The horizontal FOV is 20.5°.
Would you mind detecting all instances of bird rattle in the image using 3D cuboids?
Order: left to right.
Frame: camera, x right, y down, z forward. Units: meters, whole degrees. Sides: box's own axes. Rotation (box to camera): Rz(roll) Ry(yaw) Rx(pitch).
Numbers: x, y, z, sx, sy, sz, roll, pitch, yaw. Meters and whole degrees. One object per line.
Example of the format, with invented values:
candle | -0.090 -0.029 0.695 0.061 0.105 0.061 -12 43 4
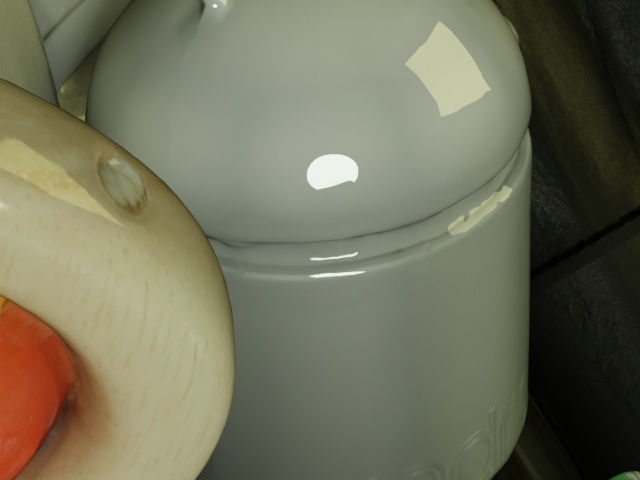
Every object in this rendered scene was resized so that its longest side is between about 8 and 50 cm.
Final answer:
bird rattle | -0.112 0.044 0.378 0.253 0.207 0.143 42 35 -31

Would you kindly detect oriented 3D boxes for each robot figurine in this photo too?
robot figurine | 0.000 0.000 0.836 0.199 0.300 0.353 21 -45 30

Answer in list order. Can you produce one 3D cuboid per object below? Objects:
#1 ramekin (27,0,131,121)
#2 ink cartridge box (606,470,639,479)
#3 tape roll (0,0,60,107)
ramekin | -0.113 -0.138 0.936 0.109 0.207 0.207 50 8 7
ink cartridge box | 0.119 0.224 0.944 0.122 0.211 0.289 60 9 15
tape roll | -0.212 -0.147 0.662 0.392 0.072 0.392 -24 90 -82
